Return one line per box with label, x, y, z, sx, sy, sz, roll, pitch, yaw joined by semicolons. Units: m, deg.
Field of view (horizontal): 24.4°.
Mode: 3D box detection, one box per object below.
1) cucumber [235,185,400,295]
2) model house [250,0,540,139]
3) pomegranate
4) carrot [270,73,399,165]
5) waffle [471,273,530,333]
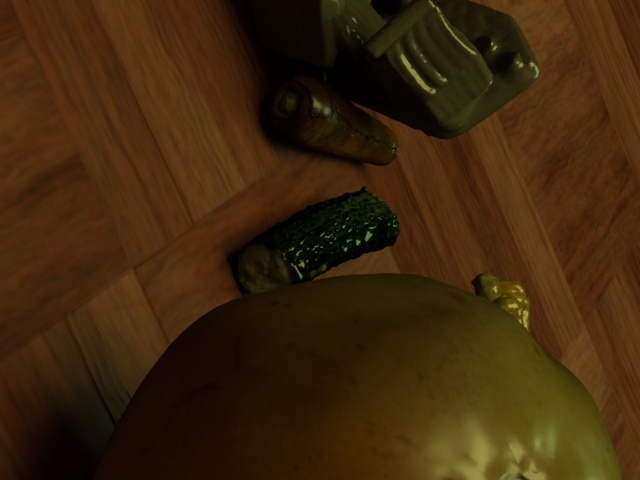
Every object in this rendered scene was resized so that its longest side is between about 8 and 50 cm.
cucumber;-0.001;0.000;1.125;0.187;0.058;0.058;-24;95;-61
model house;0.041;-0.175;1.172;0.188;0.229;0.122;26;93;-55
pomegranate;0.009;0.160;0.831;0.319;0.319;0.319;34;47;-46
carrot;0.014;-0.093;1.202;0.161;0.055;0.055;19;59;-62
waffle;0.144;0.192;1.150;0.329;0.062;0.329;-5;90;-81
